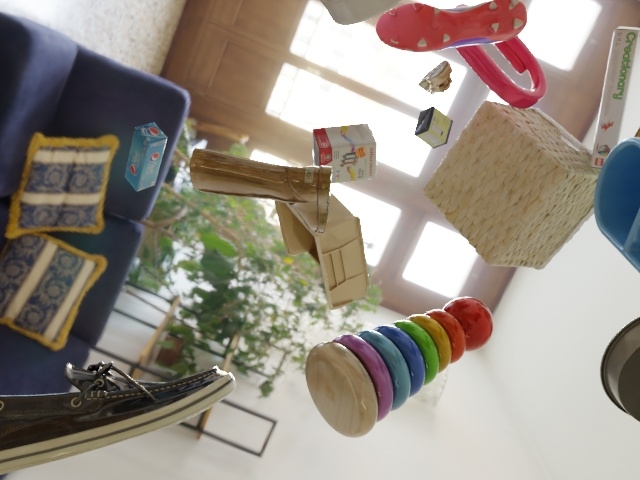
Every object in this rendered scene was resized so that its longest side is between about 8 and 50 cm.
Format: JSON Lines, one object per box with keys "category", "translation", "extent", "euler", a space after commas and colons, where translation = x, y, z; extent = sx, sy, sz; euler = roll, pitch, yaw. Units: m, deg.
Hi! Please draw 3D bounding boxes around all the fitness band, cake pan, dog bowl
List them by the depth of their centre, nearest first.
{"category": "dog bowl", "translation": [0.433, -0.036, 0.807], "extent": [0.297, 0.074, 0.166], "euler": [-89, -171, -65]}
{"category": "cake pan", "translation": [0.709, 0.262, 1.270], "extent": [0.054, 0.293, 0.293], "euler": [-73, -173, -63]}
{"category": "fitness band", "translation": [0.408, -0.431, 1.492], "extent": [0.054, 0.291, 0.209], "euler": [-41, -178, 44]}

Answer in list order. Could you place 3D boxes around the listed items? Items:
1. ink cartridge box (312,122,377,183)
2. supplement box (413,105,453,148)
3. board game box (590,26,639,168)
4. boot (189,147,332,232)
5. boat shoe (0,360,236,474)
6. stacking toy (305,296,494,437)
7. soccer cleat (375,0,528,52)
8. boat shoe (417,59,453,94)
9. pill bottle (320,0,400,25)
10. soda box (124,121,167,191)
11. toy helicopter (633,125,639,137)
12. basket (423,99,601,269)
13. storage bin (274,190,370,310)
{"category": "ink cartridge box", "translation": [0.072, -0.258, 1.924], "extent": [0.127, 0.176, 0.128], "euler": [-106, -169, -50]}
{"category": "supplement box", "translation": [0.321, -0.321, 1.838], "extent": [0.056, 0.083, 0.083], "euler": [-14, -128, 55]}
{"category": "board game box", "translation": [0.683, -0.333, 1.496], "extent": [0.193, 0.053, 0.306], "euler": [-35, 132, -58]}
{"category": "boot", "translation": [-0.114, -0.103, 1.317], "extent": [0.236, 0.269, 0.089], "euler": [95, 2, -63]}
{"category": "boat shoe", "translation": [-0.391, 0.280, 1.110], "extent": [0.187, 0.499, 0.156], "euler": [135, -57, -66]}
{"category": "stacking toy", "translation": [0.143, 0.166, 0.989], "extent": [0.330, 0.141, 0.141], "euler": [-21, 155, -33]}
{"category": "soccer cleat", "translation": [0.217, -0.352, 1.076], "extent": [0.095, 0.247, 0.083], "euler": [2, 83, -81]}
{"category": "boat shoe", "translation": [0.286, -0.382, 1.538], "extent": [0.063, 0.059, 0.170], "euler": [-50, -172, 0]}
{"category": "pill bottle", "translation": [0.005, -0.528, 0.978], "extent": [0.204, 0.361, 0.204], "euler": [-23, -141, 20]}
{"category": "soda box", "translation": [-0.520, -0.246, 1.917], "extent": [0.067, 0.071, 0.210], "euler": [-27, 158, -41]}
{"category": "toy helicopter", "translation": [0.591, -0.247, 1.100], "extent": [0.235, 0.140, 0.355], "euler": [-94, -159, -59]}
{"category": "basket", "translation": [0.507, -0.143, 1.671], "extent": [0.328, 0.266, 0.331], "euler": [54, -55, 32]}
{"category": "storage bin", "translation": [0.000, 0.000, 1.636], "extent": [0.262, 0.123, 0.261], "euler": [48, -24, 48]}
